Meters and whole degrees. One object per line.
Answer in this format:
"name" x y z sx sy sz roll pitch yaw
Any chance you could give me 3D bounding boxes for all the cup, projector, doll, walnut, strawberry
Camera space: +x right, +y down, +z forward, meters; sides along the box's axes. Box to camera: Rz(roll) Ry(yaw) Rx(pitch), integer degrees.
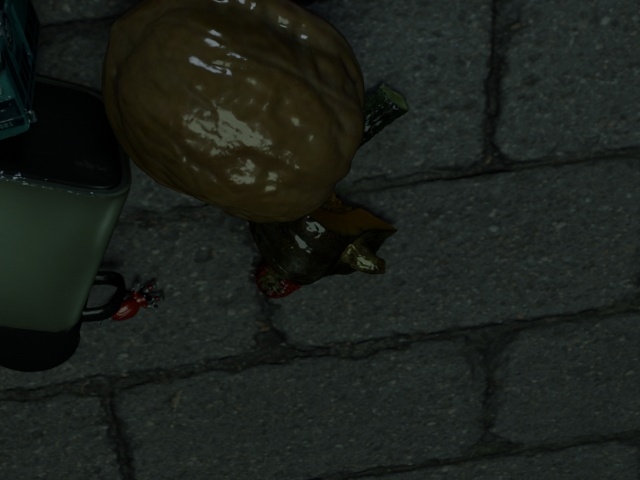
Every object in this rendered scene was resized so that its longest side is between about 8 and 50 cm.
"cup" -0.404 0.091 1.751 0.223 0.176 0.169 -4 126 -5
"projector" -0.410 -0.057 1.572 0.248 0.248 0.249 11 126 -25
"doll" -0.305 0.101 1.863 0.114 0.039 0.057 -27 155 3
"walnut" -0.115 -0.183 1.496 0.344 0.306 0.306 32 118 -21
"strawberry" -0.061 0.057 1.855 0.083 0.073 0.073 -6 142 -54

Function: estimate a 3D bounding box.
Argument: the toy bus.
"toy bus" -0.417 -0.230 1.436 0.128 0.256 0.147 -12 132 1

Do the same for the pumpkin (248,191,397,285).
"pumpkin" 0.004 0.004 1.774 0.248 0.126 0.131 26 123 -27

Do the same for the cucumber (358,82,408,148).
"cucumber" 0.042 -0.151 1.702 0.058 0.058 0.187 35 118 -31
